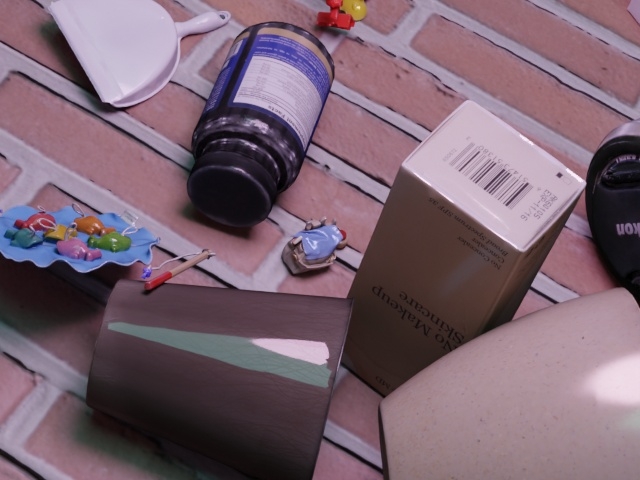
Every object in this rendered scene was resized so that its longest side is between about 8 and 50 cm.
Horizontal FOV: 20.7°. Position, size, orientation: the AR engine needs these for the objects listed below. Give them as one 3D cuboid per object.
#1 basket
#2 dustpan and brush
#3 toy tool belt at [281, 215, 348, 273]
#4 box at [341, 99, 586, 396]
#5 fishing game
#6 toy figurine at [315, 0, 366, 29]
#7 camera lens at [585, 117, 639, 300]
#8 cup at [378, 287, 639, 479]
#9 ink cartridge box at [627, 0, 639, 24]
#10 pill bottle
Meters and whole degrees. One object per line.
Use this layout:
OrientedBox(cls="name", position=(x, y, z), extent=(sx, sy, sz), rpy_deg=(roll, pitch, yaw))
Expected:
OrientedBox(cls="basket", position=(-0.100, 0.126, 1.684), extent=(0.227, 0.154, 0.204), rpy_deg=(13, 67, 0))
OrientedBox(cls="dustpan and brush", position=(-0.189, -0.235, 2.001), extent=(0.211, 0.060, 0.147), rpy_deg=(-25, 74, -23))
OrientedBox(cls="toy tool belt", position=(0.000, 0.000, 1.866), extent=(0.083, 0.051, 0.052), rpy_deg=(-25, 63, -30))
OrientedBox(cls="box", position=(0.125, 0.029, 1.711), extent=(0.148, 0.311, 0.121), rpy_deg=(36, 52, 14))
OrientedBox(cls="fishing game", position=(-0.246, -0.011, 1.745), extent=(0.264, 0.041, 0.189), rpy_deg=(15, 18, 20))
OrientedBox(cls="toy figurine", position=(-0.044, -0.442, 2.092), extent=(0.217, 0.191, 0.362), rpy_deg=(7, 80, 17))
OrientedBox(cls="camera lens", position=(0.446, -0.055, 1.923), extent=(0.274, 0.219, 0.219), rpy_deg=(-21, 61, -28))
OrientedBox(cls="cup", position=(0.178, 0.220, 1.603), extent=(0.237, 0.331, 0.331), rpy_deg=(-6, 54, 0))
OrientedBox(cls="ink cartridge box", position=(0.464, -0.285, 2.208), extent=(0.104, 0.060, 0.180), rpy_deg=(-18, 60, -26))
OrientedBox(cls="pill bottle", position=(-0.068, -0.125, 1.898), extent=(0.123, 0.123, 0.219), rpy_deg=(20, 51, 0))
